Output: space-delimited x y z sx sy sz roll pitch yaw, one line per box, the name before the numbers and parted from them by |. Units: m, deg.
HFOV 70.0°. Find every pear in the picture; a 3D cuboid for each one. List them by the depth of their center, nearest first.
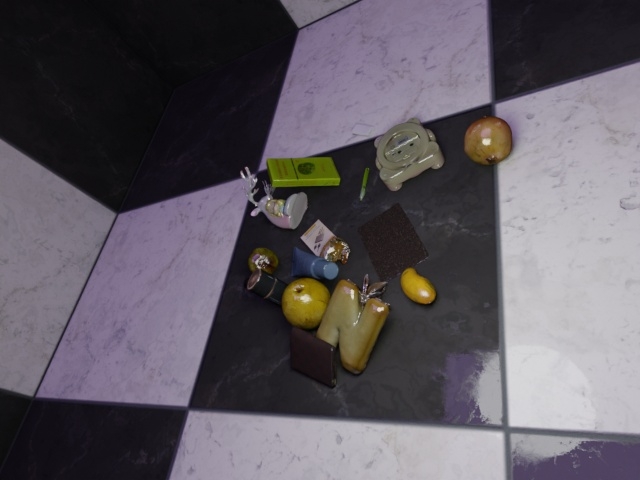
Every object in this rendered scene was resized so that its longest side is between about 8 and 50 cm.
pear | -0.060 0.248 1.830 0.209 0.209 0.208 -20 50 25

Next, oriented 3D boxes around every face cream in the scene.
face cream | -0.043 0.105 1.915 0.385 0.086 0.135 7 92 64

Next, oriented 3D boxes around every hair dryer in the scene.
hair dryer | -0.270 0.210 2.086 0.352 0.189 0.107 -2 58 62

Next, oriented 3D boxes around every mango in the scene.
mango | 0.351 0.168 1.668 0.098 0.075 0.190 -29 40 -5

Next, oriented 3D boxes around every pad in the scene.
pad | 0.289 0.006 1.881 0.220 0.004 0.330 -32 46 14

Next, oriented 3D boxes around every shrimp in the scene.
shrimp | 0.035 0.112 1.946 0.117 0.066 0.262 22 90 17

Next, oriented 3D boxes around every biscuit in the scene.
biscuit | 0.107 0.313 1.665 0.237 0.062 0.290 33 107 33

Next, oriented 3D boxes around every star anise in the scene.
star anise | 0.167 0.243 1.742 0.209 0.089 0.231 18 74 30

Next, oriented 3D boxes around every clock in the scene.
clock | 0.378 -0.394 2.032 0.284 0.114 0.309 -29 44 20

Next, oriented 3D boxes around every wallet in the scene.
wallet | -0.027 0.438 1.722 0.229 0.049 0.181 15 110 42
wallet | 0.216 -0.563 2.330 0.122 0.025 0.061 24 74 44

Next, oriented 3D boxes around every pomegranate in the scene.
pomegranate | 0.645 -0.383 1.765 0.191 0.191 0.191 -20 50 25

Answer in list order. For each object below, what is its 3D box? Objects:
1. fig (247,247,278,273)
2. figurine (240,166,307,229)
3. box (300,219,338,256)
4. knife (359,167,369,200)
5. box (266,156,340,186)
fig | -0.267 0.100 2.135 0.121 0.153 0.135 -3 89 45
figurine | -0.229 -0.225 2.272 0.316 0.206 0.284 13 112 29
box | 0.000 0.000 2.082 0.129 0.033 0.247 -46 44 1
knife | 0.205 -0.265 2.127 0.026 0.022 0.184 -29 41 53
box | -0.086 -0.338 2.236 0.335 0.047 0.187 -4 45 -15
